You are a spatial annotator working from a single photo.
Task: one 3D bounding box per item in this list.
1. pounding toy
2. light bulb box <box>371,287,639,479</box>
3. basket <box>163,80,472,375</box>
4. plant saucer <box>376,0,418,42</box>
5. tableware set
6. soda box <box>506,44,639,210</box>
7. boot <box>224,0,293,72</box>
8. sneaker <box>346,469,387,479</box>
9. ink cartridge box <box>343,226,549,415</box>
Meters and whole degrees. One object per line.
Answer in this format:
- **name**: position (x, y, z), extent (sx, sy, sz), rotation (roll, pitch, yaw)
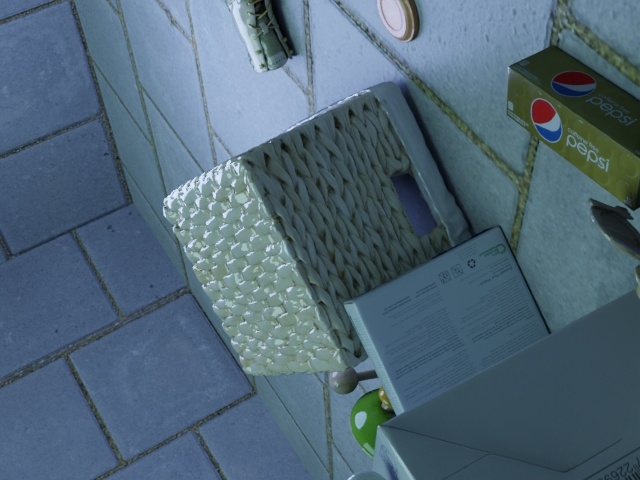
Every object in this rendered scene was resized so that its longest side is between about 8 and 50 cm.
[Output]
- **pounding toy**: position (0.139, 0.277, 1.646), extent (0.237, 0.183, 0.110), rotation (53, 135, 40)
- **light bulb box**: position (0.247, 0.253, 0.924), extent (0.225, 0.358, 0.361), rotation (57, 163, 28)
- **basket**: position (0.000, 0.000, 1.337), extent (0.331, 0.266, 0.328), rotation (-16, 102, 59)
- **plant saucer**: position (0.092, -0.282, 1.170), extent (0.083, 0.013, 0.083), rotation (53, 159, 30)
- **tableware set**: position (0.294, 0.032, 0.795), extent (0.020, 0.141, 0.169), rotation (-51, 29, 30)
- **soda box**: position (0.252, -0.108, 0.887), extent (0.181, 0.058, 0.061), rotation (47, 156, 40)
- **boot**: position (-0.093, -0.349, 1.500), extent (0.165, 0.077, 0.213), rotation (68, 167, -13)
- **sneaker**: position (0.046, 0.258, 0.819), extent (0.065, 0.061, 0.158), rotation (-138, 29, -66)
- **ink cartridge box**: position (0.173, 0.128, 1.182), extent (0.224, 0.223, 0.045), rotation (65, 163, 0)
